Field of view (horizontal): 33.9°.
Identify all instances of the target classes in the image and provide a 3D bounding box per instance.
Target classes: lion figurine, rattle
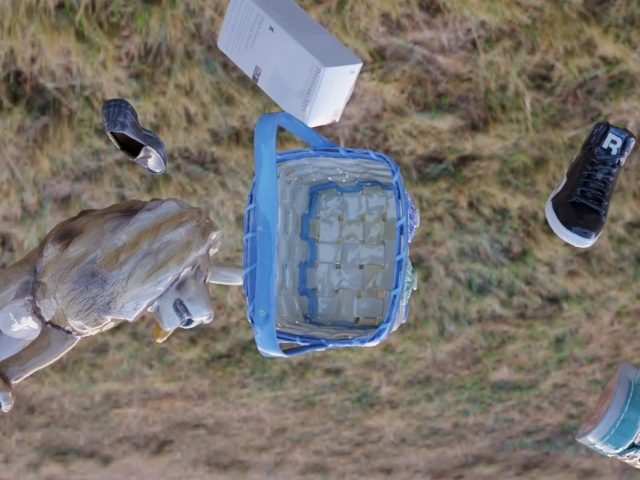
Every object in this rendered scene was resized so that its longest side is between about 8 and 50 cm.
[{"bbox_3d":[-0.276,0.062,1.035,0.392,0.240,0.142,-9,116,48],"label":"lion figurine"},{"bbox_3d":[-0.151,0.090,1.637,0.130,0.142,0.200,-10,167,38],"label":"rattle"}]

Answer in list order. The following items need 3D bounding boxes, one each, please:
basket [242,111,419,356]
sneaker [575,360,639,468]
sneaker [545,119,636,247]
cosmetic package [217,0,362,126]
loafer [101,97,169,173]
[{"bbox_3d":[0.000,0.000,1.189,0.201,0.254,0.289,-1,176,27],"label":"basket"},{"bbox_3d":[0.383,0.216,1.237,0.108,0.121,0.302,-59,161,6],"label":"sneaker"},{"bbox_3d":[0.366,-0.092,1.406,0.079,0.217,0.121,24,127,3],"label":"sneaker"},{"bbox_3d":[-0.051,-0.289,1.625,0.085,0.231,0.117,-16,140,-40],"label":"cosmetic package"},{"bbox_3d":[-0.297,-0.151,1.668,0.062,0.061,0.170,-14,144,21],"label":"loafer"}]
